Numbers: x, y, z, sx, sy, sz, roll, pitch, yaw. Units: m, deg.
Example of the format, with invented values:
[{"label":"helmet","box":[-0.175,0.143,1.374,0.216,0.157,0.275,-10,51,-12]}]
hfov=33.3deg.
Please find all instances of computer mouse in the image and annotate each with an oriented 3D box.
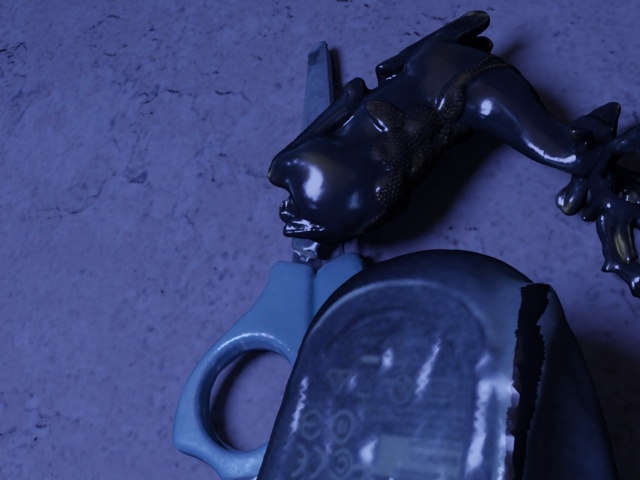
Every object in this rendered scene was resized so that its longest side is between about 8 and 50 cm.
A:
[{"label":"computer mouse","box":[0.044,0.188,0.502,0.203,0.114,0.374,1,69,40]}]

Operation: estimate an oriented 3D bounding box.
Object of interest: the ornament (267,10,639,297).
[{"label":"ornament","box":[0.103,-0.028,0.628,0.202,0.080,0.236,-41,54,-14]}]

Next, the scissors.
[{"label":"scissors","box":[0.001,0.001,0.713,0.191,0.029,0.360,-11,53,16]}]
